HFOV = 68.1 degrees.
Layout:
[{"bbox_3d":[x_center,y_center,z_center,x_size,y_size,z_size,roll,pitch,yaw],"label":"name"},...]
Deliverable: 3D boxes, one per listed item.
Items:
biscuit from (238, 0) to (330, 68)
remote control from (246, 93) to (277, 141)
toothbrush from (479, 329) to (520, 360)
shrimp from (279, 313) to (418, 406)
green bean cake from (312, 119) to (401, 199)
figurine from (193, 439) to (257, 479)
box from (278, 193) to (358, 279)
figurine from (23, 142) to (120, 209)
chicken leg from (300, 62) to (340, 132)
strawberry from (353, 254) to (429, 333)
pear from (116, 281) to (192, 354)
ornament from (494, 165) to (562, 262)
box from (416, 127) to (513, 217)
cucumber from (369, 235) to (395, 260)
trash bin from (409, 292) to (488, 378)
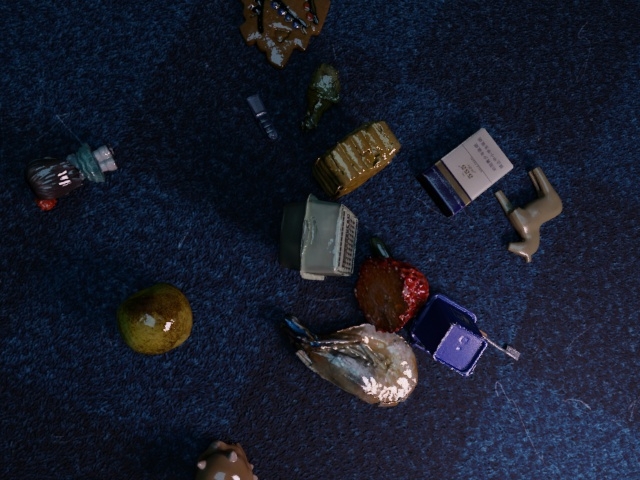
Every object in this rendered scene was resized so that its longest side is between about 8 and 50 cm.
[{"bbox_3d":[-0.107,-0.695,1.468,0.301,0.043,0.278,-29,89,-8],"label":"biscuit"},{"bbox_3d":[-0.174,-0.372,1.444,0.043,0.027,0.152,-27,87,-4],"label":"remote control"},{"bbox_3d":[0.485,0.277,1.468,0.321,0.023,0.031,33,76,-4],"label":"toothbrush"},{"bbox_3d":[0.089,0.328,1.383,0.445,0.110,0.221,25,77,-8],"label":"shrimp"},{"bbox_3d":[0.097,-0.227,1.365,0.224,0.229,0.131,-35,91,-12],"label":"green bean cake"},{"bbox_3d":[-0.261,0.672,1.274,0.177,0.173,0.247,8,84,-6],"label":"figurine"},{"bbox_3d":[0.000,0.000,1.304,0.166,0.290,0.221,4,85,14],"label":"box"},{"bbox_3d":[-0.695,-0.187,1.331,0.245,0.110,0.138,-24,106,-14],"label":"figurine"},{"bbox_3d":[0.003,-0.426,1.438,0.103,0.088,0.228,17,80,-18],"label":"chicken leg"},{"bbox_3d":[0.222,0.146,1.391,0.178,0.234,0.234,-6,85,-37],"label":"strawberry"},{"bbox_3d":[-0.443,0.219,1.282,0.197,0.197,0.197,1,85,-7],"label":"pear"},{"bbox_3d":[0.658,-0.076,1.497,0.230,0.061,0.245,-30,86,-6],"label":"ornament"},{"bbox_3d":[0.449,-0.211,1.479,0.259,0.071,0.168,-37,90,-8],"label":"box"},{"bbox_3d":[0.183,0.030,1.442,0.048,0.048,0.105,-30,87,-8],"label":"cucumber"},{"bbox_3d":[0.359,0.276,1.341,0.162,0.234,0.184,29,98,-4],"label":"trash bin"}]
